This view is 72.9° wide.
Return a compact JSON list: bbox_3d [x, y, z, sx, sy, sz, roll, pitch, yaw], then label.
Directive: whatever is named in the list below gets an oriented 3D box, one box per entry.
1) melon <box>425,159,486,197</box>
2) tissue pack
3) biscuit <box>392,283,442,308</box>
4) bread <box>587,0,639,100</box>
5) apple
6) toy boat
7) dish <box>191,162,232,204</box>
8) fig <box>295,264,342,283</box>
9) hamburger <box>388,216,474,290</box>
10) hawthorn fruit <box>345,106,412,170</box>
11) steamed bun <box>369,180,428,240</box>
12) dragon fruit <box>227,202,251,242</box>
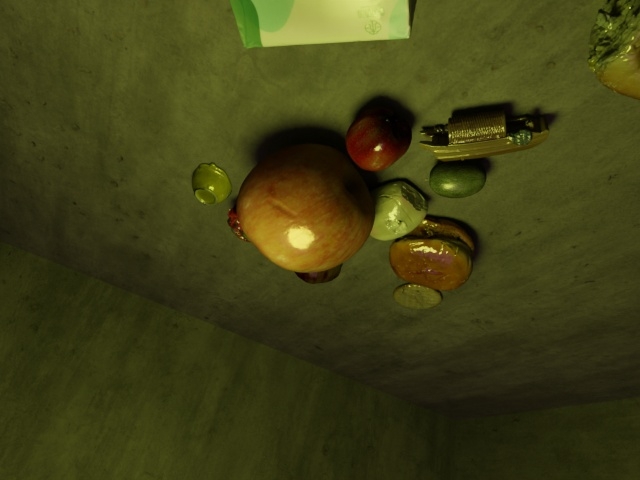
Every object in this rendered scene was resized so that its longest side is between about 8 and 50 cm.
[{"bbox_3d":[0.384,-0.177,1.236,0.167,0.114,0.114,2,144,17],"label":"melon"},{"bbox_3d":[-0.004,-0.526,0.804,0.356,0.194,0.266,4,144,15],"label":"tissue pack"},{"bbox_3d":[0.426,0.250,1.915,0.219,0.033,0.220,10,147,7],"label":"biscuit"},{"bbox_3d":[0.616,-0.360,0.805,0.246,0.195,0.176,19,140,-4],"label":"bread"},{"bbox_3d":[-0.033,-0.095,1.294,0.346,0.391,0.391,-31,128,23],"label":"apple"},{"bbox_3d":[0.408,-0.273,1.106,0.310,0.089,0.115,-2,140,25],"label":"toy boat"},{"bbox_3d":[-0.401,-0.185,1.562,0.148,0.080,0.208,16,148,-2],"label":"dish"},{"bbox_3d":[0.000,0.000,1.627,0.217,0.217,0.321,14,118,1],"label":"fig"},{"bbox_3d":[0.390,0.062,1.537,0.289,0.170,0.314,8,148,22],"label":"hamburger"},{"bbox_3d":[0.148,-0.262,1.167,0.169,0.169,0.188,25,144,-15],"label":"hawthorn fruit"},{"bbox_3d":[0.218,-0.079,1.408,0.170,0.153,0.238,37,138,-28],"label":"steamed bun"},{"bbox_3d":[-0.254,-0.069,1.625,0.166,0.160,0.172,-25,143,-1],"label":"dragon fruit"}]
